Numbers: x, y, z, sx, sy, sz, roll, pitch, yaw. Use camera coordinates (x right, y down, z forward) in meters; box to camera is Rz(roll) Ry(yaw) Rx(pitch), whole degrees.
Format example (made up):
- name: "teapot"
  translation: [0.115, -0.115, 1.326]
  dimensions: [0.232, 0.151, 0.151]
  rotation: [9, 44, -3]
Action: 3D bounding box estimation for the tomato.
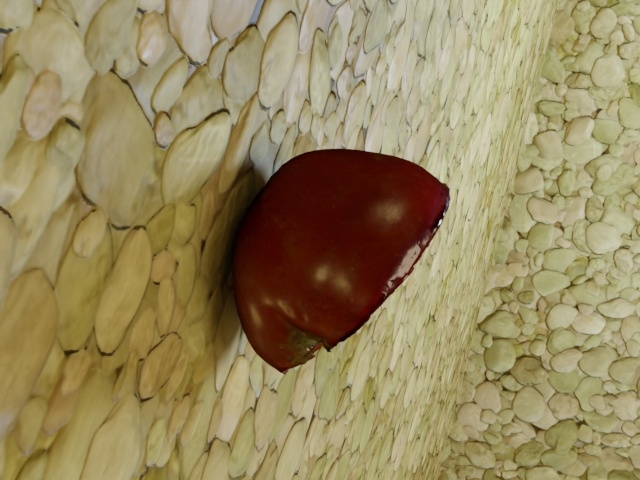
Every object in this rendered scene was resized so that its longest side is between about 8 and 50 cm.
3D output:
- name: "tomato"
  translation: [0.000, 0.000, 0.869]
  dimensions: [0.233, 0.139, 0.200]
  rotation: [-41, -171, 50]
